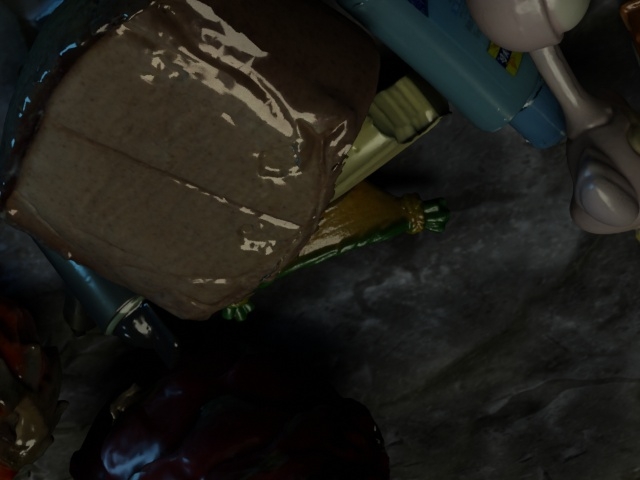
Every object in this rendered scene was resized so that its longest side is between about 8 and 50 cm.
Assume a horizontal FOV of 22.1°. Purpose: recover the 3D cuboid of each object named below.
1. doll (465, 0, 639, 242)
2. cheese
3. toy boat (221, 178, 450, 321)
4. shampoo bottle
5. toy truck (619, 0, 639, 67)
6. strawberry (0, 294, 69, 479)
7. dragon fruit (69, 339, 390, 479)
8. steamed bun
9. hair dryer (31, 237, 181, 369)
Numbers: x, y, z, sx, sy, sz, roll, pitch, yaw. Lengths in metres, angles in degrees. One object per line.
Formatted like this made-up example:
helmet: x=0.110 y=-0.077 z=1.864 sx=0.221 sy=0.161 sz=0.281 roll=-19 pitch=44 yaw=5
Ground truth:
doll: x=0.196 y=-0.128 z=1.266 sx=0.094 sy=0.160 sz=0.365 roll=-14 pitch=117 yaw=24
cheese: x=-0.007 y=-0.050 z=1.376 sx=0.255 sy=0.127 sz=0.050 roll=-37 pitch=89 yaw=16
toy boat: x=0.000 y=0.000 z=1.463 sx=0.229 sy=0.089 sz=0.088 roll=-25 pitch=120 yaw=13
shampoo bottle: x=0.116 y=-0.160 z=1.308 sx=0.061 sy=0.104 sz=0.258 roll=-4 pitch=149 yaw=45
toy truck: x=0.396 y=-0.049 z=1.383 sx=0.173 sy=0.207 sz=0.387 roll=-22 pitch=135 yaw=15
strawberry: x=-0.406 y=0.124 z=1.511 sx=0.336 sy=0.149 sz=0.265 roll=-2 pitch=144 yaw=8
dragon fruit: x=-0.080 y=0.251 z=1.565 sx=0.329 sy=0.329 sz=0.329 roll=-4 pitch=137 yaw=-4
steamed bun: x=-0.102 y=-0.107 z=1.267 sx=0.251 sy=0.199 sz=0.301 roll=30 pitch=130 yaw=-14
hair dryer: x=-0.192 y=0.057 z=1.463 sx=0.078 sy=0.195 sz=0.248 roll=-32 pitch=167 yaw=-21
